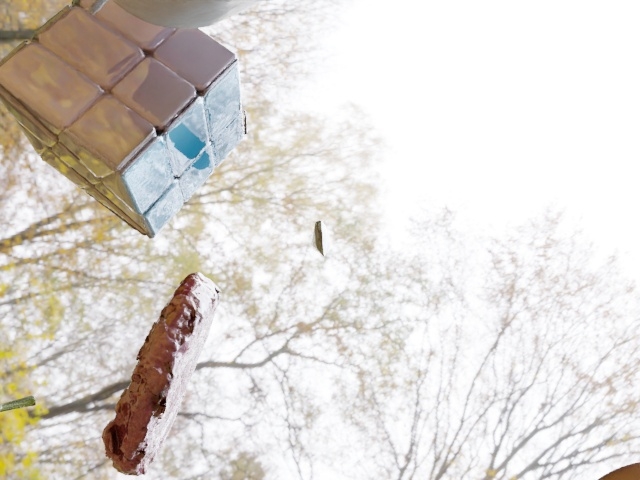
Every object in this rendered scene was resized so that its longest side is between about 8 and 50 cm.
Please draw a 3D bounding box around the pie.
[{"bbox_3d":[-0.112,0.095,0.496,0.036,0.154,0.154,23,-56,-2],"label":"pie"}]

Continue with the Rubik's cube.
[{"bbox_3d":[-0.256,-0.178,0.930,0.221,0.224,0.231,35,-19,9],"label":"Rubik's cube"}]

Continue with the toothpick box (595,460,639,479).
[{"bbox_3d":[0.197,0.190,0.336,0.149,0.098,0.098,43,-40,-21],"label":"toothpick box"}]

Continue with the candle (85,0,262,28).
[{"bbox_3d":[-0.115,-0.331,0.672,0.342,0.221,0.221,10,-71,57],"label":"candle"}]

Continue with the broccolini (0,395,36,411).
[{"bbox_3d":[-0.526,0.259,1.012,0.044,0.218,0.042,27,-69,38],"label":"broccolini"}]

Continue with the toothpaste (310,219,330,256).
[{"bbox_3d":[0.000,0.000,1.222,0.233,0.038,0.060,104,-22,-88],"label":"toothpaste"}]
